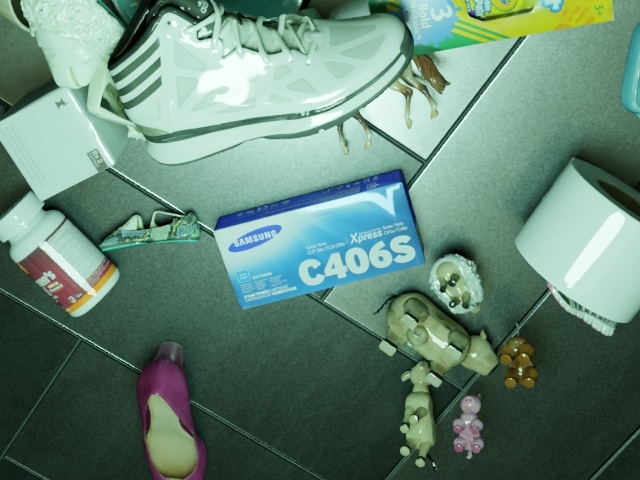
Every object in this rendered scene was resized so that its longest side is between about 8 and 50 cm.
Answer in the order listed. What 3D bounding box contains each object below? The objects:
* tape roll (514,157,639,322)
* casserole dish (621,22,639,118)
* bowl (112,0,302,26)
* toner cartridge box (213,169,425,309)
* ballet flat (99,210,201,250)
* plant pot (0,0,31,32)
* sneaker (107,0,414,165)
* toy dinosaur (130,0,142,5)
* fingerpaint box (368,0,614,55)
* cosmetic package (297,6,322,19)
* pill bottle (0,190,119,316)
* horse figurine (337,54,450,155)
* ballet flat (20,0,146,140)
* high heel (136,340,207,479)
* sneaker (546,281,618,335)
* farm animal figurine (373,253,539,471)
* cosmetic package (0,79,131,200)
[{"bbox_3d":[0.475,0.000,1.771,0.246,0.246,0.169,29,111,-10],"label":"tape roll"},{"bbox_3d":[0.573,-0.287,1.758,0.114,0.037,0.188,5,114,1],"label":"casserole dish"},{"bbox_3d":[-0.170,-0.444,1.652,0.312,0.163,0.311,1,113,3],"label":"bowl"},{"bbox_3d":[0.000,0.000,1.882,0.348,0.075,0.165,-15,111,9],"label":"toner cartridge box"},{"bbox_3d":[-0.310,-0.020,1.902,0.189,0.070,0.070,-6,113,3],"label":"ballet flat"},{"bbox_3d":[-0.523,-0.491,1.624,0.274,0.256,0.256,23,113,11],"label":"plant pot"},{"bbox_3d":[-0.102,-0.279,1.520,0.448,0.169,0.257,-18,135,11],"label":"sneaker"},{"bbox_3d":[-0.184,-0.421,1.552,0.112,0.064,0.211,27,103,10],"label":"toy dinosaur"},{"bbox_3d":[0.231,-0.531,1.598,0.371,0.163,0.444,-9,113,6],"label":"fingerpaint box"},{"bbox_3d":[-0.084,-0.279,1.733,0.231,0.085,0.117,-29,95,22],"label":"cosmetic package"},{"bbox_3d":[-0.478,0.023,1.886,0.121,0.121,0.221,-38,106,16],"label":"pill bottle"},{"bbox_3d":[0.089,-0.255,1.764,0.263,0.066,0.174,-21,98,23],"label":"horse figurine"},{"bbox_3d":[-0.340,-0.270,1.632,0.147,0.147,0.409,-26,151,13],"label":"ballet flat"},{"bbox_3d":[-0.296,0.391,2.002,0.127,0.181,0.377,-4,113,4],"label":"high heel"},{"bbox_3d":[0.490,0.104,1.914,0.170,0.063,0.074,32,111,-16],"label":"sneaker"},{"bbox_3d":[0.231,0.220,1.928,0.330,0.172,0.326,-38,95,24],"label":"farm animal figurine"},{"bbox_3d":[-0.425,-0.188,1.760,0.151,0.183,0.151,-25,109,12],"label":"cosmetic package"}]
